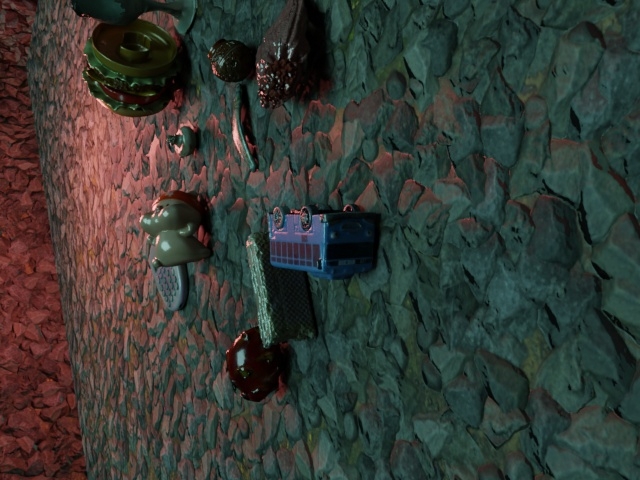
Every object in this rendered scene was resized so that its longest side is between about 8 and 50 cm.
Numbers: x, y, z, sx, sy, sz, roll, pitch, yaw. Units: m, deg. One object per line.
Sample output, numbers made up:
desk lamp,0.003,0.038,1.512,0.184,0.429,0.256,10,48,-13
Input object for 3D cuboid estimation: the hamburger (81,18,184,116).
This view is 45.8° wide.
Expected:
hamburger,-0.529,-0.469,2.125,0.274,0.275,0.212,65,149,35

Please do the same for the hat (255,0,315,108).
hat,-0.073,-0.354,1.501,0.286,0.107,0.236,-93,19,-55

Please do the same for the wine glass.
wine glass,-0.489,-0.631,2.000,0.143,0.321,0.143,9,101,52

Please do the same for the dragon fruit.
dragon fruit,-0.125,0.226,1.629,0.246,0.125,0.125,-66,22,10

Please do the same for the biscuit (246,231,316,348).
biscuit,-0.084,0.097,1.538,0.062,0.108,0.238,-37,59,56

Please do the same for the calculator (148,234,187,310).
calculator,-0.450,0.070,2.226,0.185,0.041,0.298,-60,45,41

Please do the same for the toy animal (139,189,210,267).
toy animal,-0.380,-0.034,1.997,0.171,0.171,0.197,-27,72,57

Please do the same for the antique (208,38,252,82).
antique,-0.202,-0.409,1.733,0.104,0.104,0.104,4,94,59

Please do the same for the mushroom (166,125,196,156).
mushroom,-0.380,-0.270,2.055,0.085,0.079,0.085,10,102,57

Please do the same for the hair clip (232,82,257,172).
hair clip,-0.184,-0.263,1.766,0.066,0.036,0.229,135,127,-59

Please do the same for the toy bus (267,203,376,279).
toy bus,0.000,0.000,1.390,0.234,0.116,0.133,5,96,61
